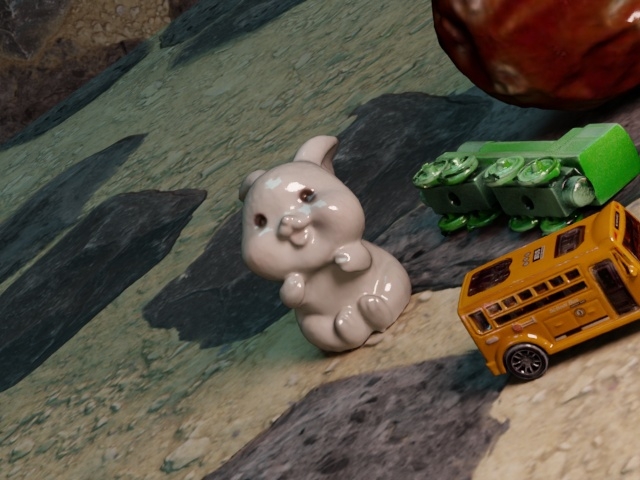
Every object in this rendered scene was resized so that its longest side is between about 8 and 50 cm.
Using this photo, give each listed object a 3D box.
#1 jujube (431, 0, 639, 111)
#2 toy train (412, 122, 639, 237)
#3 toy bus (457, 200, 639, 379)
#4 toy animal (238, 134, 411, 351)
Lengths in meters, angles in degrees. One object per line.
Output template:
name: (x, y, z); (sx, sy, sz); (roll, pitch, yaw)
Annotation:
jujube: (0.302, -0.291, 1.460); (0.377, 0.276, 0.276); (-40, 20, -15)
toy train: (0.195, -0.064, 1.389); (0.119, 0.085, 0.251); (-38, 21, -23)
toy bus: (0.210, 0.033, 1.122); (0.195, 0.088, 0.083); (-27, 21, 26)
toy animal: (0.001, 0.004, 1.402); (0.127, 0.193, 0.178); (-31, 12, 12)
